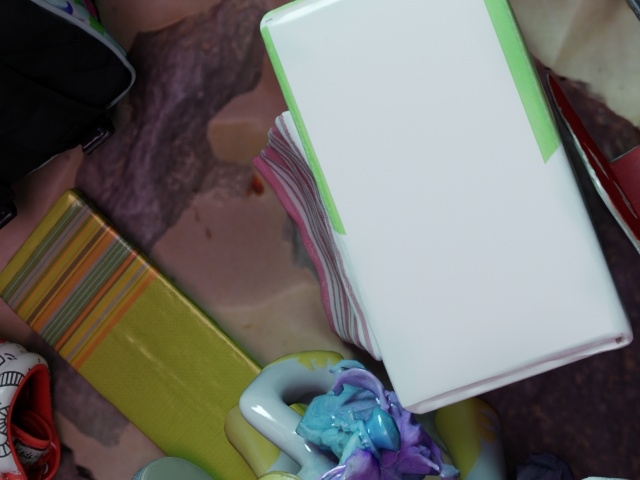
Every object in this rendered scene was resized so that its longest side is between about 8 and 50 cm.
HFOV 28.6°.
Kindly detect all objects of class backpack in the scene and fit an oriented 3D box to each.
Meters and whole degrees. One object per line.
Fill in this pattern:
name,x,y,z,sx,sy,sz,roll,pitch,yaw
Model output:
backpack,-0.268,-0.131,0.766,0.225,0.253,0.191,-35,68,15

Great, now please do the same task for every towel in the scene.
towel,-0.118,0.077,0.876,0.237,0.021,0.102,43,108,4
towel,0.000,0.000,0.751,0.029,0.197,0.144,-23,91,-5

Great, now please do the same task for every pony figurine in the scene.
pony figurine,0.066,0.199,0.664,0.351,0.363,0.303,29,103,1

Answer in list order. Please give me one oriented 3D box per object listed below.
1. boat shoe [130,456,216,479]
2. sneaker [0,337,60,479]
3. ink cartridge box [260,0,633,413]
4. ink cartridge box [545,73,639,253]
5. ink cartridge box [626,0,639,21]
boat shoe,-0.054,0.247,0.859,0.227,0.079,0.081,45,128,1
sneaker,-0.272,0.188,0.883,0.145,0.090,0.270,15,97,13
ink cartridge box,0.077,-0.040,0.690,0.115,0.273,0.198,-21,92,11
ink cartridge box,0.244,0.010,0.617,0.130,0.309,0.272,-36,99,14
ink cartridge box,0.195,-0.220,0.759,0.097,0.046,0.207,-34,89,13
